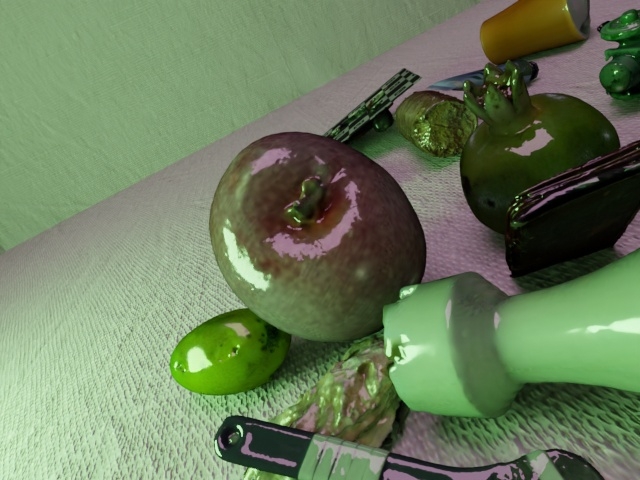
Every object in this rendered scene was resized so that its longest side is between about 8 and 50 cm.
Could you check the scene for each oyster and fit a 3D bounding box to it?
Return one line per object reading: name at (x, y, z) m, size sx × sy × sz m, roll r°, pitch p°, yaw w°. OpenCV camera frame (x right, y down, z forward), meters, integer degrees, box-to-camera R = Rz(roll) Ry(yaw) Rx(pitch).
oyster at (0.007, 0.167, 0.434) m, size 0.209 × 0.071 × 0.133 m, roll -28°, pitch 21°, yaw 3°

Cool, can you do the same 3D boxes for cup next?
cup at (0.598, -0.589, 1.234) m, size 0.226 × 0.182 × 0.264 m, roll -4°, pitch -4°, yaw -43°

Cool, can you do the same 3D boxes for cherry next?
cherry at (0.000, 0.000, 0.546) m, size 0.221 × 0.261 × 0.307 m, roll -50°, pitch -18°, yaw 5°

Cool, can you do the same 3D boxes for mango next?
mango at (-0.116, 0.145, 0.574) m, size 0.179 × 0.100 × 0.119 m, roll -25°, pitch -16°, yaw 24°

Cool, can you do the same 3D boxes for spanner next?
spanner at (0.043, 0.185, 0.349) m, size 0.316 × 0.024 × 0.087 m, roll -1°, pitch 53°, yaw 26°

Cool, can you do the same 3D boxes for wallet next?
wallet at (0.232, -0.015, 0.420) m, size 0.122 × 0.232 × 0.031 m, roll -22°, pitch 67°, yaw 14°

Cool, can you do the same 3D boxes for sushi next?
sushi at (0.127, -0.322, 1.235) m, size 0.343 × 0.064 × 0.359 m, roll -37°, pitch 17°, yaw 17°

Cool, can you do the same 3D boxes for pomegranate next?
pomegranate at (0.248, -0.111, 0.547) m, size 0.187 × 0.225 × 0.186 m, roll -28°, pitch 34°, yaw 21°

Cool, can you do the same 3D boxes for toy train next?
toy train at (0.582, -0.321, 0.715) m, size 0.266 × 0.145 × 0.202 m, roll -34°, pitch 28°, yaw -12°

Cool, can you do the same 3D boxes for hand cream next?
hand cream at (0.383, -0.372, 1.040) m, size 0.272 × 0.058 × 0.091 m, roll -15°, pitch 28°, yaw -16°

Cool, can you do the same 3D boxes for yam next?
yam at (0.240, -0.251, 0.950) m, size 0.129 × 0.128 × 0.238 m, roll -54°, pitch 14°, yaw 16°

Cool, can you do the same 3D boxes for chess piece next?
chess piece at (0.199, 0.065, 0.327) m, size 0.299 × 0.194 × 0.194 m, roll -19°, pitch 24°, yaw 40°
